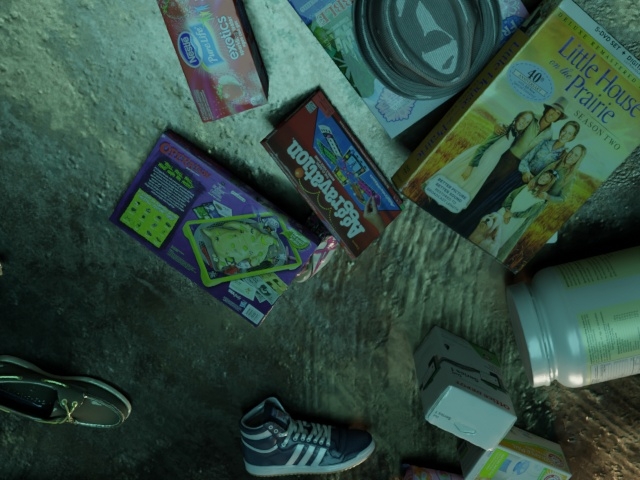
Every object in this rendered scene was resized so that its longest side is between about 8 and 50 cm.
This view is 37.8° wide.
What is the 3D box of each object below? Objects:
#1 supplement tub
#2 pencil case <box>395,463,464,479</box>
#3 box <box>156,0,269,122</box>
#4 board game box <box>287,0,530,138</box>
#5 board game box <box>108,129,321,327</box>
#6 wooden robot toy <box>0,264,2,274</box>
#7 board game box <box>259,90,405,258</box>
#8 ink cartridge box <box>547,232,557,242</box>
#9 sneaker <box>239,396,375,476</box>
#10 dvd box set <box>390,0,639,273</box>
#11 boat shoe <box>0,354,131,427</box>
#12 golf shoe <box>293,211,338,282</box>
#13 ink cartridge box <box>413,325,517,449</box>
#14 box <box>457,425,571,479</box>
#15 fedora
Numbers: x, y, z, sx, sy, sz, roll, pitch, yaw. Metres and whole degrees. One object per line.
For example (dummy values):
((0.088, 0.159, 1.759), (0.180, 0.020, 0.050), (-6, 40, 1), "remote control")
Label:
((0.535, 0.144, 1.763), (0.324, 0.235, 0.235), (-14, 115, 5), "supplement tub")
((0.305, 0.567, 2.028), (0.284, 0.124, 0.124), (12, 115, -6), "pencil case")
((-0.181, -0.346, 1.569), (0.122, 0.128, 0.257), (-16, 115, 6), "box")
((0.157, -0.390, 1.591), (0.318, 0.066, 0.318), (-35, 112, 14), "board game box")
((-0.196, -0.020, 1.723), (0.347, 0.056, 0.208), (37, 114, -2), "board game box")
((-0.663, 0.101, 1.802), (0.173, 0.076, 0.079), (-28, 124, 11), "wooden robot toy")
((0.027, -0.117, 1.701), (0.145, 0.027, 0.281), (-45, 112, -15), "board game box")
((0.384, -0.093, 1.740), (0.115, 0.067, 0.198), (-3, 114, 0), "ink cartridge box")
((-0.034, 0.401, 1.945), (0.282, 0.099, 0.153), (-9, 117, 6), "sneaker")
((0.370, -0.174, 1.612), (0.307, 0.062, 0.420), (33, 108, -25), "dvd box set")
((-0.539, 0.326, 1.897), (0.305, 0.091, 0.109), (20, 113, -11), "boat shoe")
((0.000, 0.000, 1.783), (0.186, 0.067, 0.086), (-50, 148, 8), "golf shoe")
((0.280, 0.286, 1.832), (0.160, 0.219, 0.093), (26, 112, -14), "ink cartridge box")
((0.412, 0.473, 1.989), (0.203, 0.103, 0.114), (24, 113, -12), "box")
((0.178, -0.342, 1.508), (0.243, 0.124, 0.275), (-20, 114, 8), "fedora")
